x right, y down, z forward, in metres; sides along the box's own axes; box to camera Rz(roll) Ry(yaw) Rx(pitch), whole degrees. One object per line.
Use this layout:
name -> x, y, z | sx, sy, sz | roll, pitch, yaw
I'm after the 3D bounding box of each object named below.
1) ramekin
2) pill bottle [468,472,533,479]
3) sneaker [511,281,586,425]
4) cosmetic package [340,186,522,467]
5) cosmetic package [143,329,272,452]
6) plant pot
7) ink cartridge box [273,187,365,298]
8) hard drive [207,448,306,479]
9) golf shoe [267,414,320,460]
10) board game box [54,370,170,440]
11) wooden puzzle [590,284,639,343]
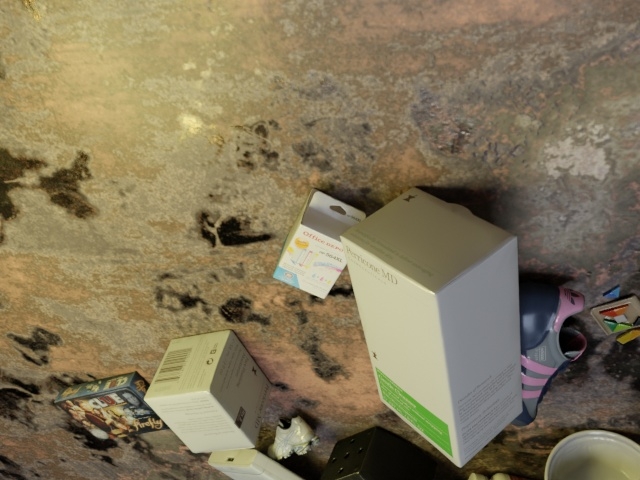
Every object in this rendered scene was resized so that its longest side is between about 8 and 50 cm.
ramekin -> 0.525, 0.472, 1.170 | 0.207, 0.207, 0.109 | -3, 139, 17
pill bottle -> 0.420, 0.562, 1.327 | 0.216, 0.121, 0.121 | 13, 133, 3
sneaker -> 0.363, 0.200, 1.028 | 0.131, 0.112, 0.319 | -1, 131, 19
cosmetic package -> 0.174, 0.130, 0.930 | 0.197, 0.155, 0.365 | 32, 148, 47
cosmetic package -> -0.214, 0.299, 1.237 | 0.151, 0.151, 0.184 | -13, 127, 24
plant pot -> 0.108, 0.510, 1.333 | 0.188, 0.187, 0.167 | -35, 102, 36
ink cartridge box -> 0.000, 0.000, 0.960 | 0.092, 0.090, 0.143 | 23, 133, -6
hard drive -> -0.074, 0.598, 1.494 | 0.353, 0.047, 0.233 | 38, 148, -19
golf shoe -> -0.071, 0.432, 1.392 | 0.176, 0.069, 0.086 | -37, 81, 45
board game box -> -0.471, 0.387, 1.454 | 0.243, 0.042, 0.165 | -17, 124, 27
wooden puzzle -> 0.476, 0.121, 0.995 | 0.116, 0.014, 0.078 | 40, 128, -20
